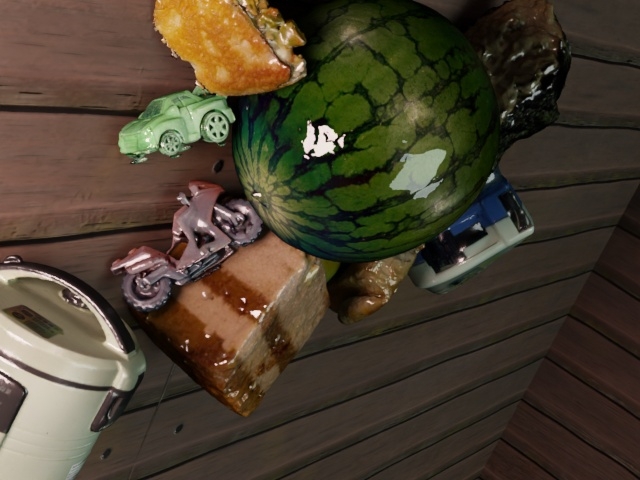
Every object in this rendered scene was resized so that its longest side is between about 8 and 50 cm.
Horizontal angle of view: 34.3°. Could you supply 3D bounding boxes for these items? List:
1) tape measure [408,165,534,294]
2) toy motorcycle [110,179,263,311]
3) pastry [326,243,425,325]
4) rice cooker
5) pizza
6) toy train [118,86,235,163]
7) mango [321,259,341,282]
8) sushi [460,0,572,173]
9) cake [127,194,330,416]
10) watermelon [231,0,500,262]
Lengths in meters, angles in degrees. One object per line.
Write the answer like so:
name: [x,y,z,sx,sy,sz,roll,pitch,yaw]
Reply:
tape measure: [0.258,-0.021,1.900,0.262,0.138,0.259,-39,-177,10]
toy motorcycle: [-0.183,-0.001,1.373,0.212,0.118,0.084,-36,169,-11]
pastry: [0.085,0.034,1.755,0.229,0.100,0.218,-56,-167,-14]
rice cooker: [-0.327,0.150,1.162,0.244,0.226,0.226,-59,153,7]
pizza: [-0.114,-0.256,1.174,0.147,0.226,0.069,-24,-153,40]
toy train: [-0.171,-0.144,1.248,0.149,0.099,0.081,-20,103,-40]
mango: [-0.002,0.000,1.688,0.191,0.086,0.122,-60,145,-16]
sushi: [0.270,-0.246,1.719,0.350,0.211,0.171,-42,158,-7]
cake: [-0.101,0.076,1.485,0.293,0.199,0.196,-49,150,-17]
watermelon: [0.054,-0.144,1.341,0.363,0.363,0.363,-39,149,-30]
